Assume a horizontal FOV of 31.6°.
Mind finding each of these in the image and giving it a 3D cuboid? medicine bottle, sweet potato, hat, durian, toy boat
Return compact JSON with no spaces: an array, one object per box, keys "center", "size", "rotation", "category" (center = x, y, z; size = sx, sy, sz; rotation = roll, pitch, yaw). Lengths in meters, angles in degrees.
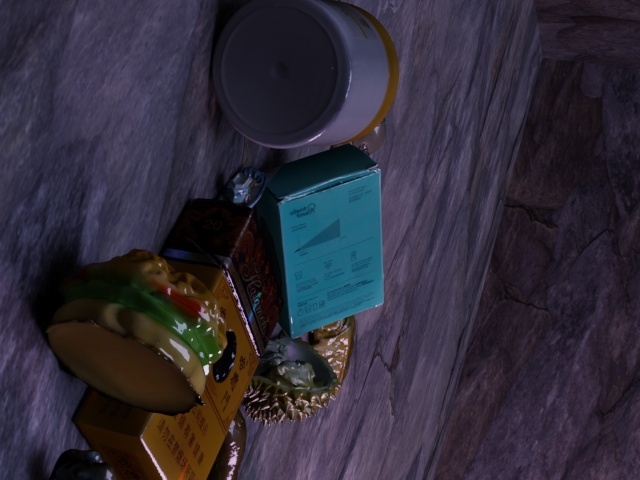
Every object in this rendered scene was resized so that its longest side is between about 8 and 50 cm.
[{"center":[-0.020,-0.267,1.787],"size":[0.232,0.237,0.238],"rotation":[-15,114,-67],"category":"medicine bottle"},{"center":[-0.187,0.378,1.908],"size":[0.112,0.085,0.286],"rotation":[2,112,-36],"category":"sweet potato"},{"center":[0.082,-0.181,2.339],"size":[0.147,0.084,0.175],"rotation":[64,40,-61],"category":"hat"},{"center":[-0.069,0.253,2.063],"size":[0.306,0.172,0.167],"rotation":[-11,86,-61],"category":"durian"},{"center":[-0.129,-0.082,1.840],"size":[0.140,0.059,0.066],"rotation":[-56,162,-46],"category":"toy boat"}]

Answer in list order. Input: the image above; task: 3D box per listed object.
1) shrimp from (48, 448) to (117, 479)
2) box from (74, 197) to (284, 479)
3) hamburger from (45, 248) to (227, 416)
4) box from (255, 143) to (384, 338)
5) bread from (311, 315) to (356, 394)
[{"center":[-0.329,0.486,1.474],"size":[0.221,0.109,0.446],"rotation":[-75,171,-80],"category":"shrimp"},{"center":[-0.195,0.171,1.707],"size":[0.264,0.115,0.415],"rotation":[75,33,-49],"category":"box"},{"center":[-0.228,0.105,1.442],"size":[0.237,0.237,0.149],"rotation":[73,34,-52],"category":"hamburger"},{"center":[0.000,0.000,2.022],"size":[0.205,0.118,0.311],"rotation":[-21,129,-22],"category":"box"},{"center":[0.029,0.229,2.413],"size":[0.128,0.088,0.232],"rotation":[-47,148,-44],"category":"bread"}]
